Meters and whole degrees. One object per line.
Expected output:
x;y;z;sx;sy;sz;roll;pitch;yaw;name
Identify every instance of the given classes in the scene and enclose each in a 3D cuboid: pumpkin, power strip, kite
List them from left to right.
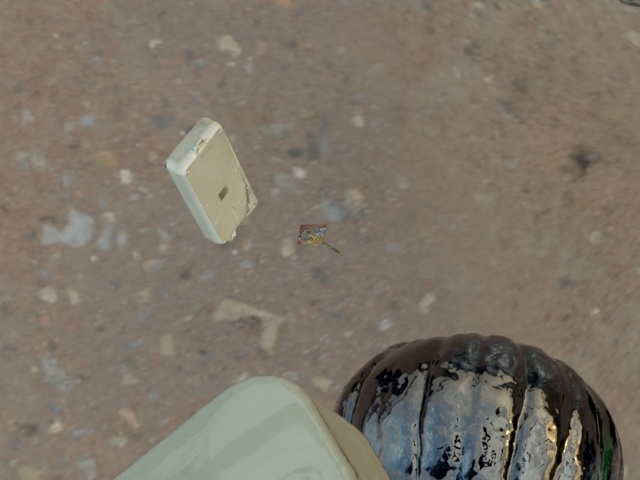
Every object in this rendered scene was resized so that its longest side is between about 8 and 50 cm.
-0.130;-0.069;1.607;0.035;0.192;0.081;27;69;27;power strip
0.003;-0.004;1.675;0.078;0.044;0.002;14;142;26;kite
0.183;0.263;1.608;0.363;0.363;0.266;6;68;20;pumpkin

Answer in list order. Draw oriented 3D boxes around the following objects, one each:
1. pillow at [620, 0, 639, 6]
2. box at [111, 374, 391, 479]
0.241;-0.138;0.642;0.214;0.086;0.233;-21;64;17;pillow
-0.079;0.326;0.774;0.396;0.111;0.396;-39;46;7;box
